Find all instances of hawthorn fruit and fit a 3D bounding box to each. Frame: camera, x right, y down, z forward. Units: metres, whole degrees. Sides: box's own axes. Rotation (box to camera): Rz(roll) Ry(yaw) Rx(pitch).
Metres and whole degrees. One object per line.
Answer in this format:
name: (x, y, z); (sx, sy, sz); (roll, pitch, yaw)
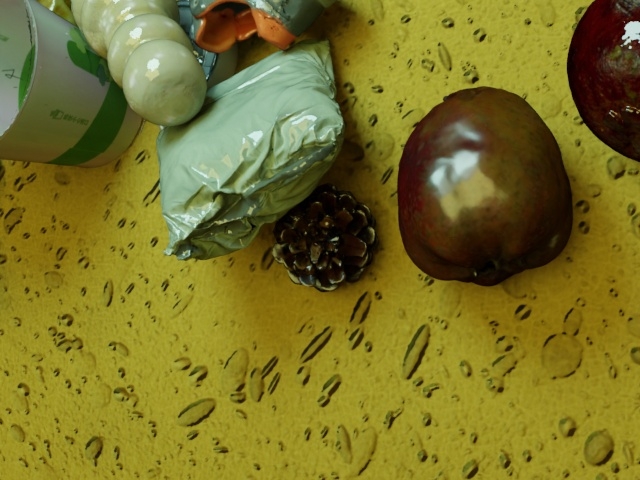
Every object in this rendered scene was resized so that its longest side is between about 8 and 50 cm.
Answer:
hawthorn fruit: (0.173, -0.074, 1.041); (0.208, 0.208, 0.248); (-24, 63, 21)

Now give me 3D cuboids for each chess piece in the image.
chess piece: (-0.222, -0.244, 1.150); (0.143, 0.143, 0.261); (-43, 47, 15)

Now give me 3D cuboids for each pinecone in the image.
pinecone: (0.001, -0.002, 1.147); (0.140, 0.121, 0.140); (1, 93, 12)

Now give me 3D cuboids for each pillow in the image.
pillow: (-0.087, -0.124, 1.144); (0.283, 0.138, 0.310); (-35, 30, 13)

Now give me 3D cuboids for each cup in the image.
cup: (-0.403, -0.212, 1.279); (0.253, 0.274, 0.253); (-4, 81, 26)

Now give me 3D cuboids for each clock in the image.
clock: (-0.195, -0.263, 1.303); (0.156, 0.063, 0.229); (15, 92, 27)

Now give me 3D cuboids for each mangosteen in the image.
mangosteen: (0.383, -0.201, 0.962); (0.215, 0.215, 0.257); (27, 65, 25)

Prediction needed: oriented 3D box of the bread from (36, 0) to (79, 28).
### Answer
bread: (-0.423, -0.472, 1.423); (0.084, 0.077, 0.367); (-16, 76, 40)

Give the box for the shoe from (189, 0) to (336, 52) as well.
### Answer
shoe: (-0.129, -0.337, 1.222); (0.336, 0.132, 0.171); (33, 94, 34)
